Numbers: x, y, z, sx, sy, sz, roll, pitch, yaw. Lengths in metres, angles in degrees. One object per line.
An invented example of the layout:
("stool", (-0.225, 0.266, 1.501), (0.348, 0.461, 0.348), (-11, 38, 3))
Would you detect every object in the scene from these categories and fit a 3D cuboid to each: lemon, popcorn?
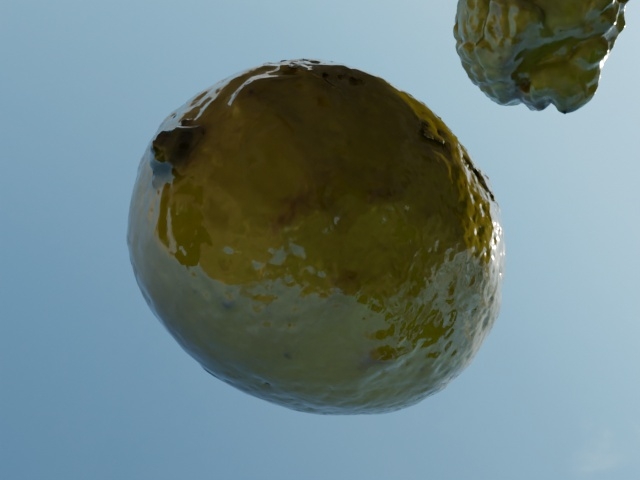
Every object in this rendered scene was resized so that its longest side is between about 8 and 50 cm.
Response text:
("lemon", (0.002, 0.001, 0.624), (0.284, 0.260, 0.260), (19, -146, -16))
("popcorn", (0.218, -0.210, 0.838), (0.173, 0.173, 0.142), (10, -129, 9))
